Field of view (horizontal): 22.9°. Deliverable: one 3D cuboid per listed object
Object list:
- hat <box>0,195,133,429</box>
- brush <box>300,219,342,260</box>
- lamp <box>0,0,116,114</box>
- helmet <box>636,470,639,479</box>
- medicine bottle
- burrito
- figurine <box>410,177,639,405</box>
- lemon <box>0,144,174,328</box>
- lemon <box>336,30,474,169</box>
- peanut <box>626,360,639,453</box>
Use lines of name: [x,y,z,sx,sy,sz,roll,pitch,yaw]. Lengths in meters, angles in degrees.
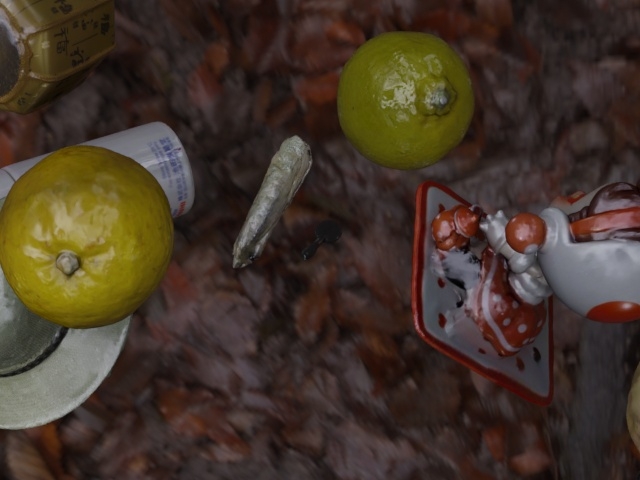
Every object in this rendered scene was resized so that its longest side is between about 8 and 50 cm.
hat: [-0.329,0.056,1.606,0.257,0.130,0.257,-5,74,18]
brush: [0.000,0.000,1.424,0.024,0.083,0.008,34,121,5]
lamp: [-0.302,-0.218,1.624,0.161,0.161,0.185,10,28,20]
helmet: [0.303,0.200,1.318,0.065,0.084,0.049,-3,39,38]
medicine bottle: [-0.335,-0.044,1.983,0.341,0.130,0.130,-21,65,-27]
burrito: [-0.065,-0.045,1.996,0.045,0.058,0.188,19,75,26]
figurine: [0.218,0.011,1.281,0.226,0.183,0.160,-25,49,39]
lemon: [-0.216,-0.004,1.453,0.170,0.207,0.170,0,98,-3]
lemon: [0.111,-0.183,2.054,0.184,0.248,0.184,0,88,-10]
peanut: [0.239,0.141,0.829,0.129,0.129,0.224,-20,54,4]
